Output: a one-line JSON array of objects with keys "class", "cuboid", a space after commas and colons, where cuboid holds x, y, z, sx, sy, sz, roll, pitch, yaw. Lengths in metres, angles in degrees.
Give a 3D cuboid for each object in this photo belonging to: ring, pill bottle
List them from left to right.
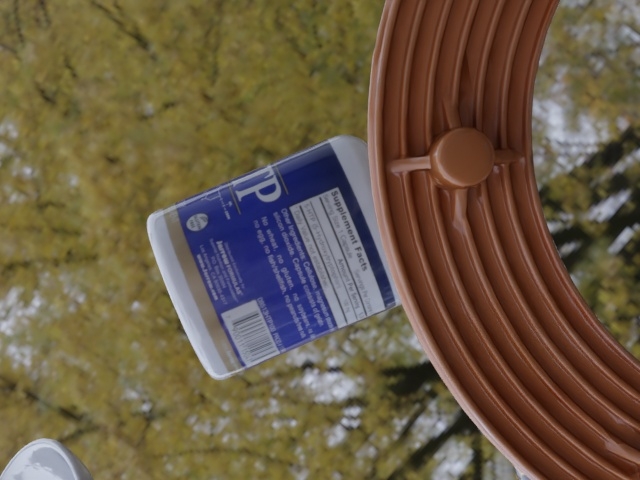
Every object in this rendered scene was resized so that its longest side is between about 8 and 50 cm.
[{"class": "pill bottle", "cuboid": [0.000, 0.000, 0.817, 0.112, 0.186, 0.112, 157, 90, -88]}, {"class": "ring", "cuboid": [0.185, -0.041, 0.493, 0.336, 0.337, 0.032, 34, 176, -4]}]

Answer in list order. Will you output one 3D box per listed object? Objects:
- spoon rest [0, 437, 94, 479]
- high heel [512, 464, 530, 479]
[{"class": "spoon rest", "cuboid": [-0.244, 0.273, 1.049, 0.084, 0.276, 0.137, 5, -144, -39]}, {"class": "high heel", "cuboid": [0.185, 0.181, 1.490, 0.261, 0.186, 0.093, 34, -139, 13]}]
